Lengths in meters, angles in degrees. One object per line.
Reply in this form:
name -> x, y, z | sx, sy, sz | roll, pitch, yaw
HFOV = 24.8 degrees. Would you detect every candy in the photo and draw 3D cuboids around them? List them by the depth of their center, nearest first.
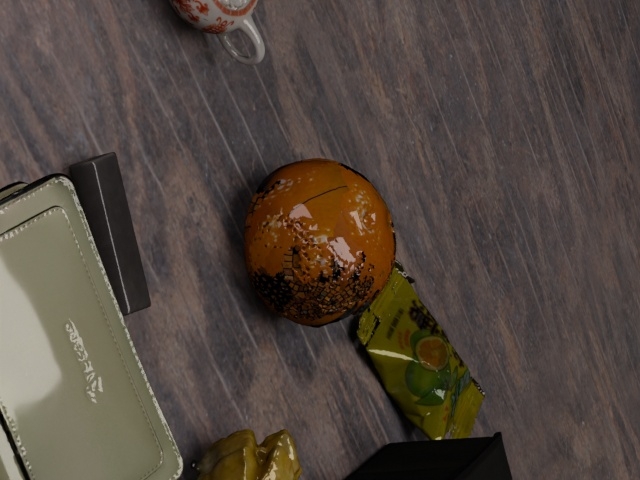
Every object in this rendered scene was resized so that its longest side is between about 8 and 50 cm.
candy -> 0.158, 0.192, 2.270 | 0.297, 0.081, 0.187 | 54, 40, -19

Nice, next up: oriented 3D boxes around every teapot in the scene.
teapot -> -0.137, -0.339, 1.899 | 0.246, 0.116, 0.159 | 62, 33, -27

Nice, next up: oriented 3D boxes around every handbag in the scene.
handbag -> -0.316, 0.141, 1.467 | 0.236, 0.160, 0.359 | -37, 112, -48

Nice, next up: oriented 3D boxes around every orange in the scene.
orange -> 0.000, 0.000, 1.984 | 0.234, 0.182, 0.234 | 20, 61, -41

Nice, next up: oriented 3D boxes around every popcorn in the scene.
popcorn -> -0.088, 0.306, 1.796 | 0.152, 0.148, 0.167 | 35, 65, -18

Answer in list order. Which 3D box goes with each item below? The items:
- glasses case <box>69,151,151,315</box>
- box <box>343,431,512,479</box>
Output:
glasses case -> -0.246, -0.005, 1.715 | 0.072, 0.042, 0.191 | -25, 103, -64
box -> 0.166, 0.478, 2.091 | 0.251, 0.204, 0.345 | -26, 105, -57
